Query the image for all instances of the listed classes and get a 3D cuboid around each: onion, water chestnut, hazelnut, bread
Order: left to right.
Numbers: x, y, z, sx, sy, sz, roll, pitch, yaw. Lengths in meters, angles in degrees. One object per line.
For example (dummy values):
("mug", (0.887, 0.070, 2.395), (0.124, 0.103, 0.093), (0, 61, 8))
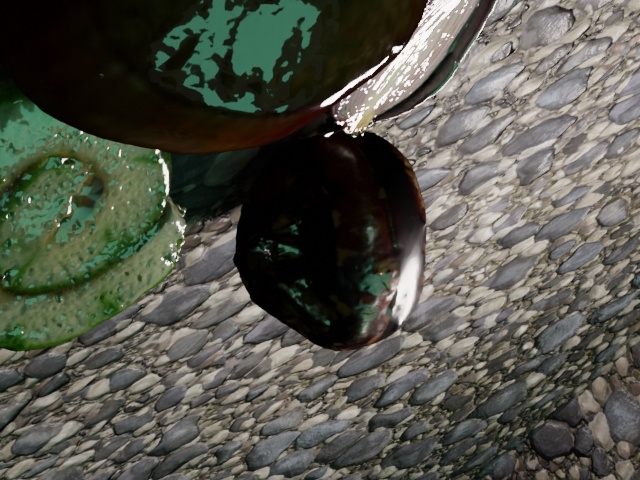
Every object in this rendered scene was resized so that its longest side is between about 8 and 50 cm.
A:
("bread", (-0.298, -0.046, 1.861), (0.382, 0.129, 0.366), (10, 122, -42))
("hazelnut", (-0.105, -0.253, 1.566), (0.421, 0.353, 0.421), (-37, -178, 1))
("water chestnut", (0.000, 0.000, 2.245), (0.300, 0.300, 0.300), (-27, 155, -13))
("onion", (0.092, -0.293, 1.950), (0.349, 0.159, 0.267), (-51, 162, 21))
